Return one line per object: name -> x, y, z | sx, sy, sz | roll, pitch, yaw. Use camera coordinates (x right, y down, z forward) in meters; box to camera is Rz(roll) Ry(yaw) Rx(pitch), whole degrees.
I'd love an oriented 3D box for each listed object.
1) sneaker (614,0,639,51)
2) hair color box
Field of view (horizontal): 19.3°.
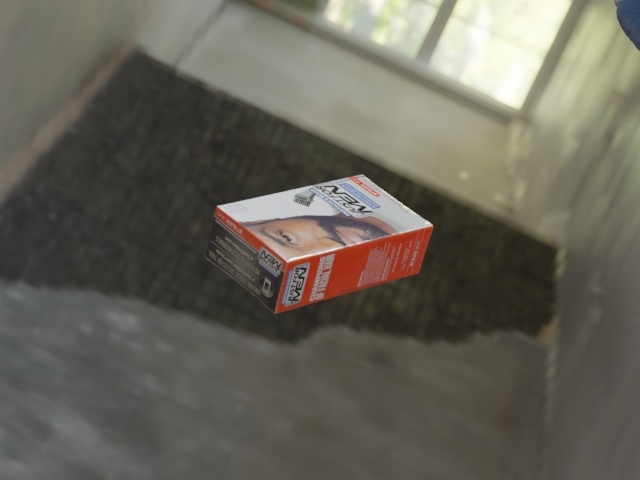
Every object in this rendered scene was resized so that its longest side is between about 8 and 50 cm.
sneaker -> 0.170, -0.023, 0.698 | 0.081, 0.211, 0.080 | -42, 151, 11
hair color box -> 0.000, 0.000, 1.540 | 0.167, 0.093, 0.053 | -15, 131, -42
